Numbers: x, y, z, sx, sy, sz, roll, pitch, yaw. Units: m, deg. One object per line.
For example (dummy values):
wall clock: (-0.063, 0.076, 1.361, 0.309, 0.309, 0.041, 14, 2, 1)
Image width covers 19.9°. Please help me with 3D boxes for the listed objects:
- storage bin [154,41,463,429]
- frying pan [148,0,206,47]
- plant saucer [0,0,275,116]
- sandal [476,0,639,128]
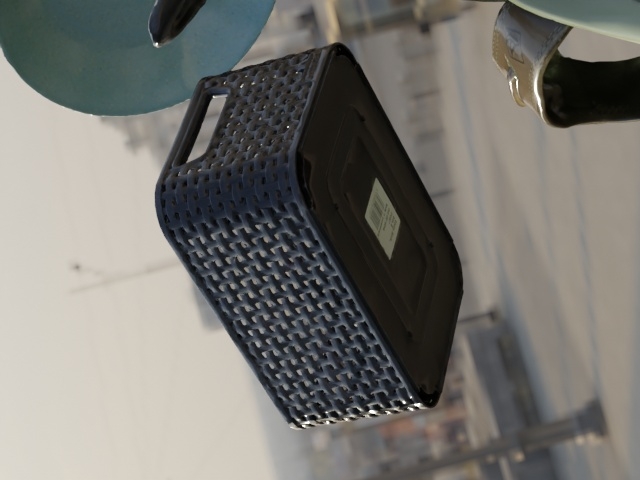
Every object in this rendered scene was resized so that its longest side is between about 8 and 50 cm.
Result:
storage bin: (0.000, 0.000, 0.970, 0.180, 0.084, 0.122, 60, -149, -34)
frying pan: (0.013, -0.232, 0.808, 0.326, 0.053, 0.197, -63, -13, -54)
plant saucer: (-0.122, -0.172, 1.187, 0.037, 0.195, 0.195, -122, 14, -46)
sandal: (0.114, -0.081, 0.731, 0.303, 0.120, 0.086, -138, 51, -64)
